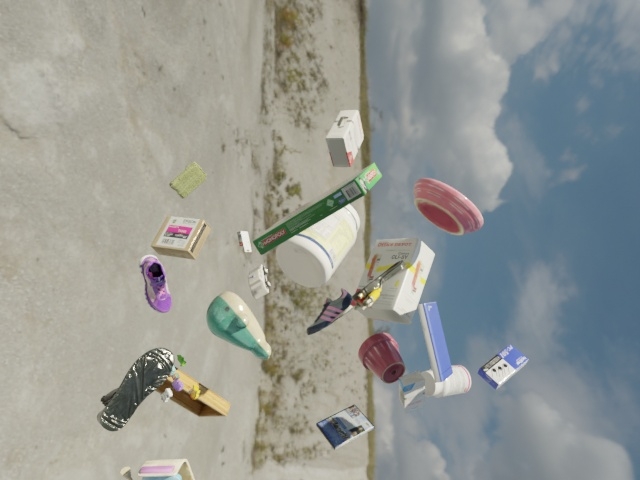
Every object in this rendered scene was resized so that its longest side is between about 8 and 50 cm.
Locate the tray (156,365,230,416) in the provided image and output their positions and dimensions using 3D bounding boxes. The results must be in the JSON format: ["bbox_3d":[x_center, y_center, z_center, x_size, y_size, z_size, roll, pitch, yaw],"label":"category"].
[{"bbox_3d":[-0.645,0.732,2.207,0.411,0.202,0.076,49,40,-35],"label":"tray"}]

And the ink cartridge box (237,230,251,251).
[{"bbox_3d":[-0.405,0.009,2.431,0.062,0.029,0.115,3,73,-62],"label":"ink cartridge box"}]

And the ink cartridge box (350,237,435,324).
[{"bbox_3d":[0.350,0.187,2.221,0.279,0.160,0.385,-3,-124,49],"label":"ink cartridge box"}]

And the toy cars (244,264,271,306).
[{"bbox_3d":[-0.355,0.274,2.201,0.087,0.176,0.394,49,56,-41],"label":"toy cars"}]

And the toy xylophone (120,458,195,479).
[{"bbox_3d":[-0.466,0.768,1.370,0.081,0.235,0.323,-83,160,-63],"label":"toy xylophone"}]

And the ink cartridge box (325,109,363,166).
[{"bbox_3d":[0.069,-0.284,1.273,0.099,0.056,0.135,71,33,-43],"label":"ink cartridge box"}]

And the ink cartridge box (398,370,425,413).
[{"bbox_3d":[0.410,0.683,2.057,0.060,0.104,0.180,-124,-157,-56],"label":"ink cartridge box"}]

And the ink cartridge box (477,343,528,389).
[{"bbox_3d":[0.769,0.528,1.924,0.097,0.207,0.046,42,-35,35],"label":"ink cartridge box"}]

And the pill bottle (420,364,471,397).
[{"bbox_3d":[0.681,0.778,2.524,0.160,0.282,0.161,-11,-103,54],"label":"pill bottle"}]

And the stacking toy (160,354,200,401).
[{"bbox_3d":[-0.628,0.587,1.957,0.052,0.166,0.221,-47,-121,15],"label":"stacking toy"}]

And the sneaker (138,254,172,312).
[{"bbox_3d":[-0.632,0.171,1.771,0.104,0.095,0.237,-5,-78,53],"label":"sneaker"}]

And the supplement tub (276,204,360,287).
[{"bbox_3d":[0.000,0.000,1.796,0.325,0.235,0.236,-52,163,-41],"label":"supplement tub"}]

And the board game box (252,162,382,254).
[{"bbox_3d":[-0.004,-0.083,1.171,0.046,0.317,0.213,57,25,-8],"label":"board game box"}]

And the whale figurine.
[{"bbox_3d":[-0.279,0.305,1.543,0.272,0.141,0.216,51,-20,8],"label":"whale figurine"}]

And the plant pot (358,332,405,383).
[{"bbox_3d":[0.306,0.572,2.185,0.180,0.201,0.202,-130,-138,-54],"label":"plant pot"}]

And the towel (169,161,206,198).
[{"bbox_3d":[-0.549,-0.251,1.905,0.027,0.148,0.110,37,-11,33],"label":"towel"}]

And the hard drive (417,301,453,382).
[{"bbox_3d":[0.495,0.428,1.968,0.210,0.040,0.319,10,66,-62],"label":"hard drive"}]

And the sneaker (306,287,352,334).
[{"bbox_3d":[0.037,0.384,2.475,0.131,0.318,0.112,56,-13,2],"label":"sneaker"}]

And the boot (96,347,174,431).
[{"bbox_3d":[-0.521,0.408,1.274,0.247,0.094,0.207,-56,-165,-27],"label":"boot"}]

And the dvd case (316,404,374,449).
[{"bbox_3d":[0.128,0.967,2.386,0.180,0.252,0.022,35,-47,50],"label":"dvd case"}]

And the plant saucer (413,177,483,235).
[{"bbox_3d":[0.524,-0.129,1.943,0.084,0.332,0.332,-52,-174,-7],"label":"plant saucer"}]

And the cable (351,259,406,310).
[{"bbox_3d":[0.231,0.182,1.806,0.072,0.287,0.139,57,-34,2],"label":"cable"}]

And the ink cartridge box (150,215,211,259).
[{"bbox_3d":[-0.694,-0.016,2.281,0.088,0.234,0.194,65,36,-53],"label":"ink cartridge box"}]
